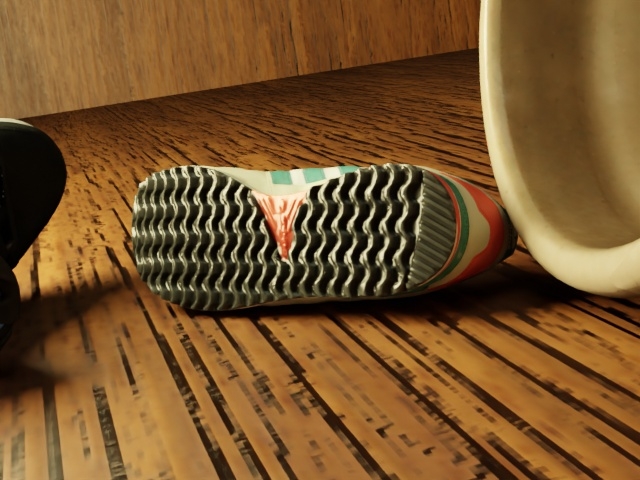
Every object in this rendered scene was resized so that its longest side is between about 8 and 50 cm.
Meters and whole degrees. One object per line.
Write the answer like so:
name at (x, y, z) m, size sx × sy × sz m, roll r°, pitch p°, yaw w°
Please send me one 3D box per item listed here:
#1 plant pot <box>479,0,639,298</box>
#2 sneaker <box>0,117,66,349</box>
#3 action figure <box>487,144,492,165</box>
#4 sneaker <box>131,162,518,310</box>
plant pot at (0.202, -0.099, 0.425) m, size 0.229 × 0.263 × 0.263 m, roll 8°, pitch 7°, yaw -12°
sneaker at (-0.140, 0.008, 0.507) m, size 0.121 × 0.079 × 0.217 m, roll 2°, pitch 22°, yaw 31°
action figure at (0.119, -0.059, 0.778) m, size 0.038 × 0.030 × 0.115 m, roll 0°, pitch 7°, yaw 15°
sneaker at (0.000, 0.000, 0.513) m, size 0.161 × 0.057 × 0.075 m, roll -2°, pitch -5°, yaw 39°
